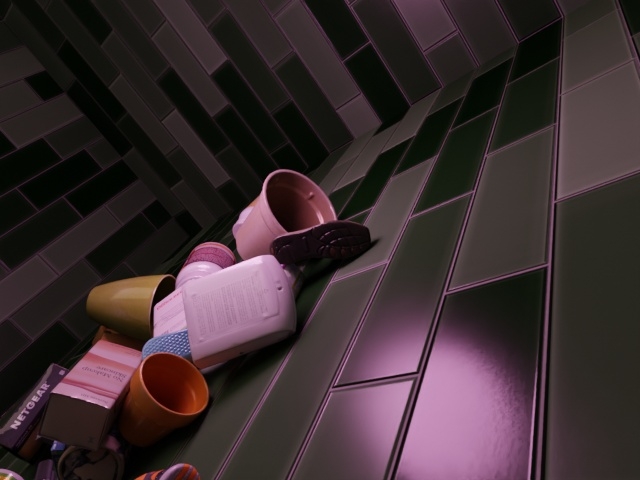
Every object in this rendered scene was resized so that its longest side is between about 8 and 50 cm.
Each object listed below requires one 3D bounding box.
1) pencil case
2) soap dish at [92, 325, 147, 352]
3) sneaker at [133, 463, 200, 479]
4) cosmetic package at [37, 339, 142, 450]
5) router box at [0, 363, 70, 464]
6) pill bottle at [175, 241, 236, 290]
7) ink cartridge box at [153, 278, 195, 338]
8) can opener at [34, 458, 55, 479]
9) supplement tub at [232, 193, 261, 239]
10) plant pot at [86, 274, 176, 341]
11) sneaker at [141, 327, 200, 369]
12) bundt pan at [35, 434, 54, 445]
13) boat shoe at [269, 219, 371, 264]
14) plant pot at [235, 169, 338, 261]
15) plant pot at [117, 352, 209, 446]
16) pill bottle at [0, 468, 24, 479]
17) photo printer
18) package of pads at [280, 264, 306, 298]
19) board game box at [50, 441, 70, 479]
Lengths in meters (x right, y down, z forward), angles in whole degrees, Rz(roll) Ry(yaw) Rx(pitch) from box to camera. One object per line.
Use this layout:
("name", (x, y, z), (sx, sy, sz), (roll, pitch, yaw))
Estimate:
("pencil case", (-0.611, 0.544, 1.390), (0.183, 0.160, 0.410), (-47, 16, 5))
("soap dish", (-0.823, 0.430, 2.010), (0.290, 0.228, 0.118), (-5, 77, 63))
("sneaker", (-0.376, 0.580, 0.921), (0.180, 0.125, 0.321), (-29, 7, 39))
("cosmetic package", (-0.596, 0.400, 1.286), (0.296, 0.153, 0.129), (-107, 38, -76))
("router box", (-1.057, 0.660, 1.829), (0.243, 0.080, 0.309), (103, -170, -52))
("pill bottle", (-0.476, 0.166, 2.001), (0.224, 0.224, 0.392), (-36, 16, 6))
("ink cartridge box", (-0.476, 0.300, 1.685), (0.198, 0.115, 0.273), (-35, 39, 9))
("can opener", (-0.829, 0.752, 1.468), (0.093, 0.074, 0.280), (-7, 2, -30))
("supplement tub", (-0.227, -0.097, 2.181), (0.228, 0.228, 0.316), (-18, 25, 49))
("plant pot", (-0.748, 0.260, 1.897), (0.293, 0.275, 0.275), (4, 27, 7))
("sneaker", (-0.365, 0.349, 1.480), (0.318, 0.208, 0.127), (-8, 56, -9))
("bundt pan", (-0.858, 0.603, 1.744), (0.331, 0.124, 0.331), (-42, 17, 16))
("boat shoe", (0.000, 0.000, 1.546), (0.323, 0.123, 0.120), (-6, 5, 12))
("plant pot", (-0.155, -0.046, 1.821), (0.305, 0.334, 0.334), (-38, 13, 39))
("plant pot", (-0.435, 0.440, 1.283), (0.188, 0.205, 0.205), (-50, 13, 16))
("pill bottle", (-1.053, 0.858, 1.494), (0.136, 0.136, 0.246), (-31, 18, 21))
("photo printer", (-0.223, 0.191, 1.353), (0.307, 0.107, 0.256), (-21, 63, 5))
("package of pads", (-0.209, 0.206, 1.565), (0.296, 0.101, 0.229), (-28, 19, 30))
("board game box", (-0.714, 0.604, 1.373), (0.035, 0.201, 0.136), (2, 30, -10))
